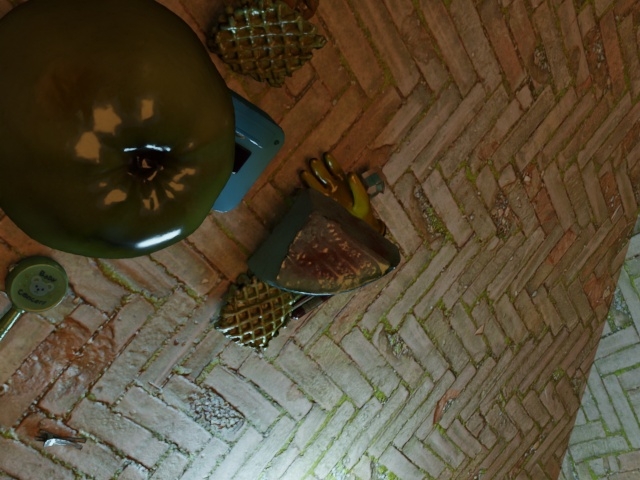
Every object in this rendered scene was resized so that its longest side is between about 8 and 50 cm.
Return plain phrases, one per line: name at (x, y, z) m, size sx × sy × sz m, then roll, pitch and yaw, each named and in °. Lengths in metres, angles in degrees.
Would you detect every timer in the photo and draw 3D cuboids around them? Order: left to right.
timer at (-0.234, -0.207, 1.336) m, size 0.232 × 0.091 × 0.250 m, roll 28°, pitch 104°, yaw -41°

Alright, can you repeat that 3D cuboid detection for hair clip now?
hair clip at (-0.596, 0.468, 1.384) m, size 0.115 × 0.039 × 0.030 m, roll 28°, pitch 98°, yaw -43°

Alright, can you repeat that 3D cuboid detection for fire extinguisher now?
fire extinguisher at (-0.035, 0.174, 1.661) m, size 0.173 × 0.035 × 0.049 m, roll -32°, pitch 129°, yaw -25°

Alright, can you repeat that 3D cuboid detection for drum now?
drum at (-0.605, 0.150, 1.225) m, size 0.130 × 0.049 × 0.253 m, roll 22°, pitch 97°, yaw -40°

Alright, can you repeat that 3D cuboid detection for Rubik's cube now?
Rubik's cube at (0.141, -0.148, 1.608) m, size 0.075 × 0.073 × 0.084 m, roll -34°, pitch 170°, yaw -8°

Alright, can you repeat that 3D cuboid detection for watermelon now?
watermelon at (0.000, 0.000, 1.461) m, size 0.387 × 0.228 × 0.258 m, roll -6°, pitch 97°, yaw 1°

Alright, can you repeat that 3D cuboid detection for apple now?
apple at (-0.357, -0.187, 1.008) m, size 0.473 × 0.473 × 0.474 m, roll -15°, pitch 118°, yaw -30°

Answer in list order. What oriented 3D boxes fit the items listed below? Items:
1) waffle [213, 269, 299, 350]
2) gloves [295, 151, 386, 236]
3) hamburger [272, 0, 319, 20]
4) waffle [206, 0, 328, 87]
waffle at (-0.162, 0.180, 1.557) m, size 0.214 × 0.054 × 0.208 m, roll 35°, pitch 85°, yaw -37°
gloves at (0.047, -0.100, 1.561) m, size 0.133 × 0.116 × 0.294 m, roll -49°, pitch 124°, yaw -13°
hamburger at (-0.082, -0.565, 1.213) m, size 0.144 × 0.156 × 0.283 m, roll -23°, pitch 125°, yaw -25°
waffle at (-0.121, -0.415, 1.240) m, size 0.204 × 0.223 × 0.054 m, roll 21°, pitch 58°, yaw -32°
